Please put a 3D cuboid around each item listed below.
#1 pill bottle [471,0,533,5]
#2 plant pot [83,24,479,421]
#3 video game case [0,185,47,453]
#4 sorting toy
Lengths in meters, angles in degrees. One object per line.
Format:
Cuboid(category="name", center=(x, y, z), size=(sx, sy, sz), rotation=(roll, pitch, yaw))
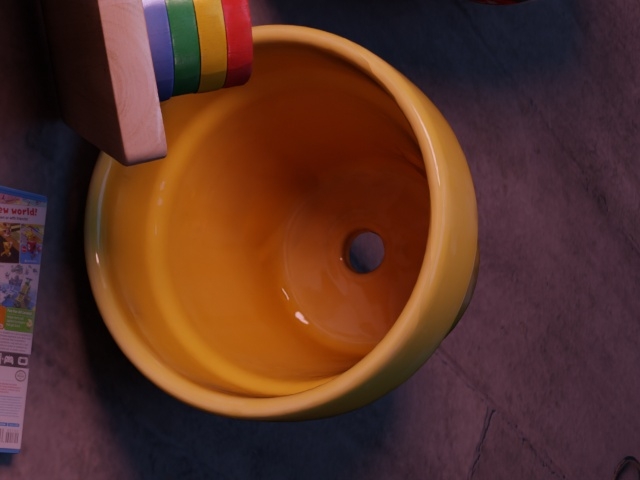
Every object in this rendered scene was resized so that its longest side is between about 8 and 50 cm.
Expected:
Cuboid(category="pill bottle", center=(0.113, -0.294, 1.373), size=(0.363, 0.210, 0.210), rotation=(1, 90, -53))
Cuboid(category="plant pot", center=(0.000, 0.000, 1.218), size=(0.239, 0.254, 0.254), rotation=(19, 75, -69))
Cuboid(category="video game case", center=(-0.223, 0.045, 1.084), size=(0.119, 0.015, 0.166), rotation=(13, 80, -52))
Cuboid(category="sorting toy", center=(-0.113, -0.189, 1.027), size=(0.089, 0.257, 0.255), rotation=(-11, 102, -14))
